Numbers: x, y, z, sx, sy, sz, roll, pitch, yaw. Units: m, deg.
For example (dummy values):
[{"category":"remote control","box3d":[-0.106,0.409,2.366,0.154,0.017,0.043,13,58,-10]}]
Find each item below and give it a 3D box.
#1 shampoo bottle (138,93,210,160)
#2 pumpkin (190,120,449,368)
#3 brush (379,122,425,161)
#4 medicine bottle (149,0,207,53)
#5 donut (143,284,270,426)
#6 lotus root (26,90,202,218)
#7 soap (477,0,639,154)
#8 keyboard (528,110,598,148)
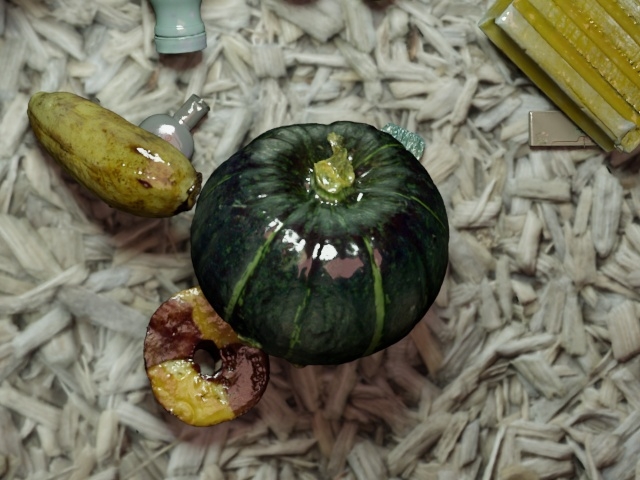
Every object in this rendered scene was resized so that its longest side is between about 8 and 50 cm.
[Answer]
[{"category":"shampoo bottle","box3d":[-0.209,-0.121,1.337,0.080,0.040,0.165,41,83,-5]},{"category":"pumpkin","box3d":[0.000,0.000,1.266,0.323,0.241,0.323,6,54,-8]},{"category":"brush","box3d":[0.080,-0.064,1.418,0.070,0.021,0.196,24,88,-11]},{"category":"medicine bottle","box3d":[-0.186,-0.348,1.288,0.091,0.090,0.216,-8,112,-13]},{"category":"donut","box3d":[-0.152,0.147,1.347,0.166,0.073,0.184,-27,99,-12]},{"category":"lotus root","box3d":[-0.261,-0.102,1.258,0.258,0.097,0.110,29,125,21]},{"category":"soap","box3d":[0.370,-0.267,1.415,0.274,0.089,0.173,41,85,-16]},{"category":"keyboard","box3d":[0.378,-0.160,1.485,0.166,0.017,0.055,-2,89,-13]}]
